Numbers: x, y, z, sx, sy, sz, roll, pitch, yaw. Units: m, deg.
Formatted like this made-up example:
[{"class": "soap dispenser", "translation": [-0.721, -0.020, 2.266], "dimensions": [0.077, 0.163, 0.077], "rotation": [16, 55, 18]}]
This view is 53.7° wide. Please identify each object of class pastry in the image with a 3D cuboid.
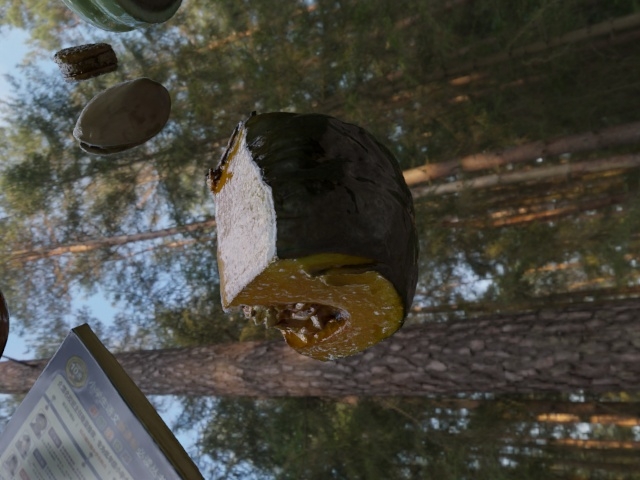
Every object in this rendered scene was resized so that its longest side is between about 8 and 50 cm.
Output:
[{"class": "pastry", "translation": [-0.399, -0.303, 1.081], "dimensions": [0.109, 0.097, 0.057], "rotation": [-49, -45, -52]}]

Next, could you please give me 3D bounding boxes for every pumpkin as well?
[{"class": "pumpkin", "translation": [0.000, 0.000, 0.800], "dimensions": [0.303, 0.256, 0.226], "rotation": [35, -141, -47]}]

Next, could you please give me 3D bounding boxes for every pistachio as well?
[{"class": "pistachio", "translation": [-0.455, -0.284, 1.464], "dimensions": [0.153, 0.237, 0.138], "rotation": [56, 169, 24]}]

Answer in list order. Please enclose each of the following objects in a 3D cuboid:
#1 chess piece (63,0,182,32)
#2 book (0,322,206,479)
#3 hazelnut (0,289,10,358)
[{"class": "chess piece", "translation": [-0.277, -0.268, 0.556], "dimensions": [0.175, 0.298, 0.176], "rotation": [4, -90, -73]}, {"class": "book", "translation": [-0.371, 0.372, 0.928], "dimensions": [0.300, 0.428, 0.039], "rotation": [47, -159, 18]}, {"class": "hazelnut", "translation": [-0.342, 0.083, 0.536], "dimensions": [0.143, 0.154, 0.143], "rotation": [3, -98, -20]}]
